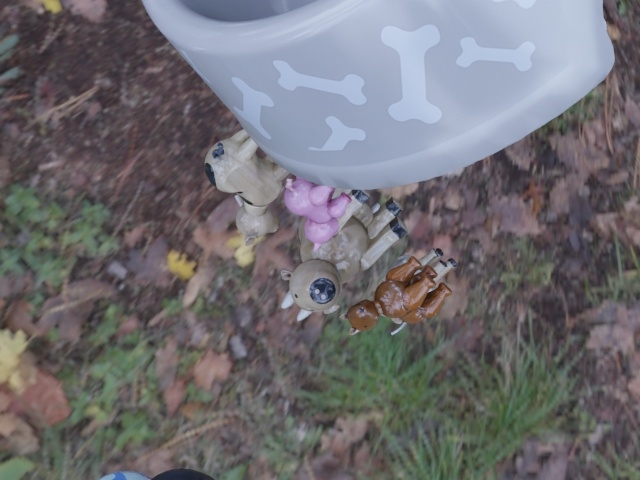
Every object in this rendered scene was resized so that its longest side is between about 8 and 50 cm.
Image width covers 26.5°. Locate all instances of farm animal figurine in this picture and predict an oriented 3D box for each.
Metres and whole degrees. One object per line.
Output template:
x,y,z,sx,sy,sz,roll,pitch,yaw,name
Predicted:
0.000,0.000,1.706,0.172,0.327,0.330,-44,86,13,farm animal figurine

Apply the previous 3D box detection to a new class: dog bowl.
0.045,-0.202,0.666,0.349,0.348,0.102,-41,132,19,dog bowl

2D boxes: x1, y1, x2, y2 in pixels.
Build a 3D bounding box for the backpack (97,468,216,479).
-0.079,0.262,0.709,0.225,0.191,0.253,40,80,-35,backpack
